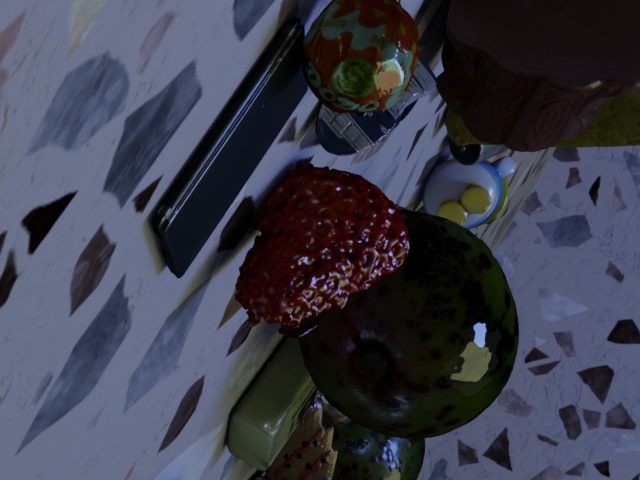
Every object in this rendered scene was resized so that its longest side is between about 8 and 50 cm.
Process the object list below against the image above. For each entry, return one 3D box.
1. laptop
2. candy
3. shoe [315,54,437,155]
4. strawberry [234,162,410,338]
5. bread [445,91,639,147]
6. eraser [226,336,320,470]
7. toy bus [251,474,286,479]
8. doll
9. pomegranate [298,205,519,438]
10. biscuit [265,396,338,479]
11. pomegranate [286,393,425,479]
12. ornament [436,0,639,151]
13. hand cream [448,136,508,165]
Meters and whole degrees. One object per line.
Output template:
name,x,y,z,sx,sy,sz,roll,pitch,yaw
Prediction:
laptop,-0.061,-0.064,1.273,0.180,0.016,0.129,-56,170,-14
candy,0.064,-0.208,1.316,0.084,0.078,0.288,99,13,-58
shoe,0.038,-0.113,1.521,0.143,0.064,0.071,-43,180,-43
strawberry,0.000,0.000,1.480,0.188,0.121,0.082,-49,147,-50
bread,0.369,-0.177,2.107,0.233,0.361,0.245,-51,165,-43
eraser,-0.034,0.162,1.994,0.172,0.058,0.117,-54,169,-28
toy bus,-0.039,0.331,2.392,0.235,0.096,0.073,-49,164,-51
doll,0.194,-0.063,2.364,0.135,0.099,0.241,-65,168,7
pomegranate,0.094,0.084,1.889,0.242,0.242,0.306,-60,176,6
biscuit,-0.025,0.248,2.136,0.119,0.130,0.019,-39,-156,5
pomegranate,0.030,0.237,2.236,0.202,0.202,0.248,-55,142,-24
ornament,0.211,-0.198,1.754,0.221,0.235,0.217,-31,167,-12
hand cream,0.232,-0.137,2.298,0.186,0.054,0.087,-18,169,-42
